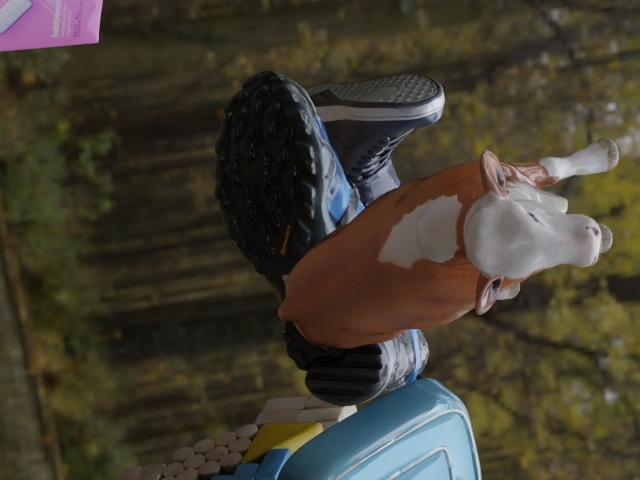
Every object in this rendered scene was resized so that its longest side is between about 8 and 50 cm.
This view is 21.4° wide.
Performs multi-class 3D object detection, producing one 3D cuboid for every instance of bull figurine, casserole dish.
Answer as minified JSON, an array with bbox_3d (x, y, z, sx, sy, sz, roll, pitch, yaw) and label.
[{"bbox_3d":[0.098,0.003,1.159,0.310,0.188,0.101,-20,-96,52],"label":"bull figurine"},{"bbox_3d":[0.047,0.170,1.156,0.037,0.188,0.114,11,-61,50],"label":"casserole dish"}]

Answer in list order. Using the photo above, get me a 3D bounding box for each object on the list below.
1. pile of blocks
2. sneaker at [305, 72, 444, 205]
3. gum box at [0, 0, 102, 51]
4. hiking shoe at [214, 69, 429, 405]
[{"bbox_3d":[-0.113,0.261,1.482,0.149,0.362,0.112,45,-24,61],"label":"pile of blocks"},{"bbox_3d":[0.063,-0.078,1.692,0.226,0.086,0.163,1,-65,55],"label":"sneaker"},{"bbox_3d":[-0.186,-0.198,1.014,0.062,0.107,0.188,-122,-147,-42],"label":"gum box"},{"bbox_3d":[0.000,0.000,1.460,0.132,0.113,0.304,6,63,-60],"label":"hiking shoe"}]
